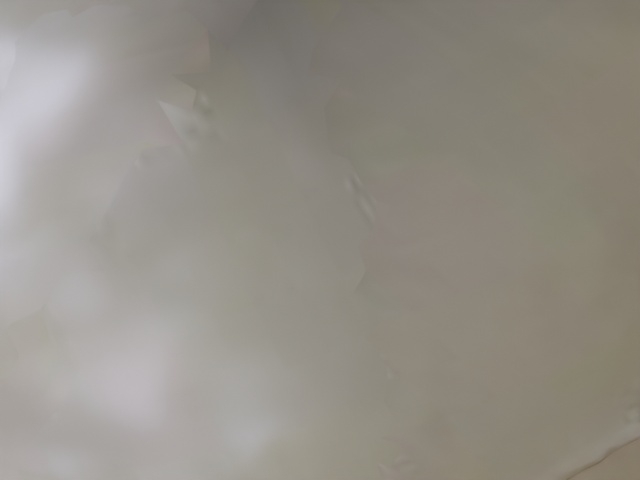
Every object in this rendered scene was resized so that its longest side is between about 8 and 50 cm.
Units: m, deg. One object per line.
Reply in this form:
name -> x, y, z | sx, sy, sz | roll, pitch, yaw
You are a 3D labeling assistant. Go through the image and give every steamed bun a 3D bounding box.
steamed bun -> -0.002, -0.006, 0.490 | 0.334, 0.374, 0.334 | 35, 145, 29
